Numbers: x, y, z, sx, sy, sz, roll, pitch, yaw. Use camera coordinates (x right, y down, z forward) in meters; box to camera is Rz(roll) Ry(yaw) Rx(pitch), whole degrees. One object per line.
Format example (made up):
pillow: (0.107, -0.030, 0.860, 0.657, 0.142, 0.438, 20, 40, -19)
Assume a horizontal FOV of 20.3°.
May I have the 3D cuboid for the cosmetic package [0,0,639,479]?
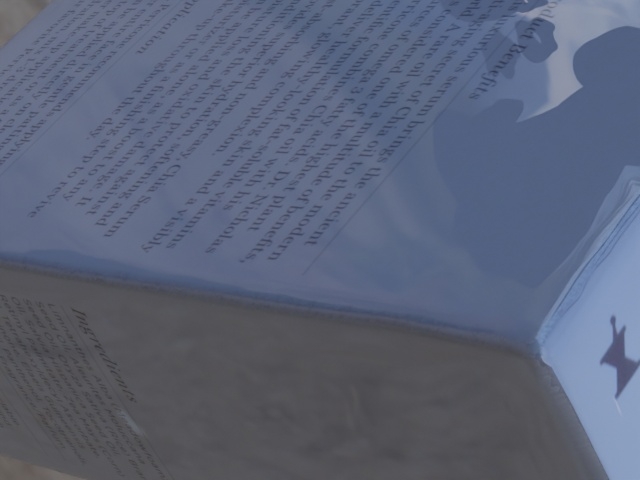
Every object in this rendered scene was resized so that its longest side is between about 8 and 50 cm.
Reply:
cosmetic package: (0.000, 0.000, 0.822, 0.230, 0.453, 0.161, -49, 127, -31)
